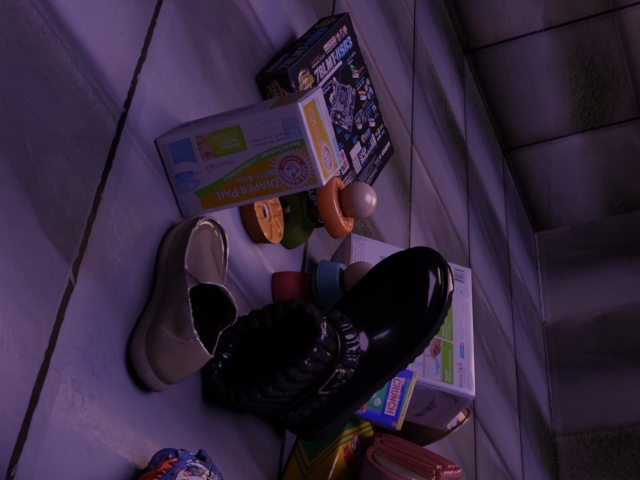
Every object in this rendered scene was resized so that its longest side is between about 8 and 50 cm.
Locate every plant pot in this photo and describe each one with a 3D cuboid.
[{"bbox_3d":[0.165,0.272,1.815,0.165,0.167,0.167,66,21,-4],"label":"plant pot"}]

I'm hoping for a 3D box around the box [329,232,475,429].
[{"bbox_3d":[0.124,0.146,1.634,0.126,0.231,0.262,120,-19,-47],"label":"box"}]

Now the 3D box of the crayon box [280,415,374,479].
[{"bbox_3d":[0.021,0.393,1.445,0.318,0.081,0.202,-61,135,-61],"label":"crayon box"}]

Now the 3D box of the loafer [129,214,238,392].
[{"bbox_3d":[-0.143,0.067,1.184,0.268,0.092,0.102,-80,150,-47],"label":"loafer"}]

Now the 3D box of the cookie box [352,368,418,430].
[{"bbox_3d":[0.078,0.221,1.473,0.040,0.107,0.091,155,-45,-72],"label":"cookie box"}]

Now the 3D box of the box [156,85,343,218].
[{"bbox_3d":[-0.088,-0.113,1.283,0.103,0.203,0.114,-52,127,-65],"label":"box"}]

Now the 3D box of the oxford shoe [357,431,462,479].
[{"bbox_3d":[0.109,0.372,1.445,0.146,0.140,0.397,-69,162,-1],"label":"oxford shoe"}]

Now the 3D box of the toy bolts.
[{"bbox_3d":[0.000,0.000,1.514,0.218,0.159,0.228,23,56,-66],"label":"toy bolts"}]

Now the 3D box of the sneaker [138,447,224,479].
[{"bbox_3d":[-0.167,0.263,1.048,0.087,0.083,0.221,69,12,17],"label":"sneaker"}]

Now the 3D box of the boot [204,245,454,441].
[{"bbox_3d":[0.025,0.112,1.330,0.131,0.348,0.260,36,-7,33],"label":"boot"}]

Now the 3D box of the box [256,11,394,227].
[{"bbox_3d":[0.021,-0.220,1.779,0.293,0.073,0.295,67,31,-24],"label":"box"}]
